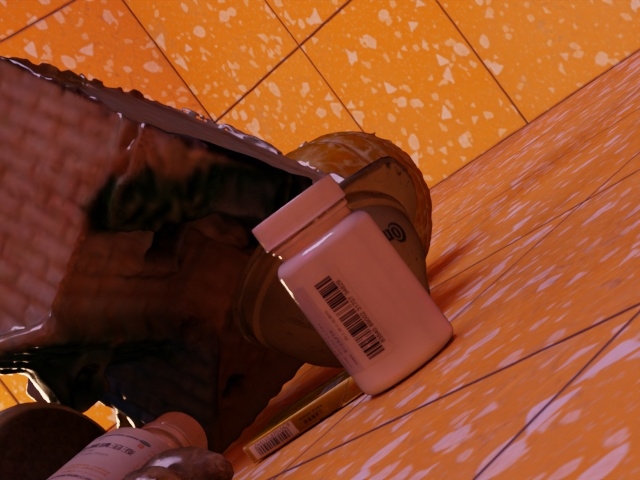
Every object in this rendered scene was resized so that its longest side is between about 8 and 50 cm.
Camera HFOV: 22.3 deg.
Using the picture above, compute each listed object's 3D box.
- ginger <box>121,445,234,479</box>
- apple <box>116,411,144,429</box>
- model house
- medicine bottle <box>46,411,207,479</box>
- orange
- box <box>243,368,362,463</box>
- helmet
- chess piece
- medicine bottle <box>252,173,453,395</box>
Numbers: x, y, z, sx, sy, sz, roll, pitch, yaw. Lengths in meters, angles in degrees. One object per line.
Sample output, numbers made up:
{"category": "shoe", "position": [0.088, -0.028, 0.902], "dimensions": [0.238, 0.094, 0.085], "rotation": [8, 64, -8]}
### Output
{"category": "ginger", "position": [-0.141, 0.235, 1.413], "dimensions": [0.104, 0.080, 0.204], "rotation": [-31, 1, 15]}
{"category": "apple", "position": [-0.200, 0.203, 2.096], "dimensions": [0.147, 0.163, 0.146], "rotation": [-51, -33, -35]}
{"category": "model house", "position": [-0.211, 0.046, 1.830], "dimensions": [0.445, 0.395, 0.400], "rotation": [13, -76, -62]}
{"category": "medicine bottle", "position": [-0.193, 0.246, 1.592], "dimensions": [0.114, 0.114, 0.252], "rotation": [-36, 1, 29]}
{"category": "orange", "position": [0.000, 0.000, 2.155], "dimensions": [0.329, 0.249, 0.329], "rotation": [-30, 6, 3]}
{"category": "box", "position": [-0.001, 0.159, 1.586], "dimensions": [0.156, 0.022, 0.089], "rotation": [-36, 3, 24]}
{"category": "helmet", "position": [0.047, 0.048, 1.715], "dimensions": [0.257, 0.137, 0.204], "rotation": [-39, -38, -16]}
{"category": "chess piece", "position": [-0.339, 0.319, 1.739], "dimensions": [0.194, 0.194, 0.299], "rotation": [-38, -6, -46]}
{"category": "medicine bottle", "position": [0.028, 0.039, 1.462], "dimensions": [0.103, 0.186, 0.103], "rotation": [-37, 2, 1]}
